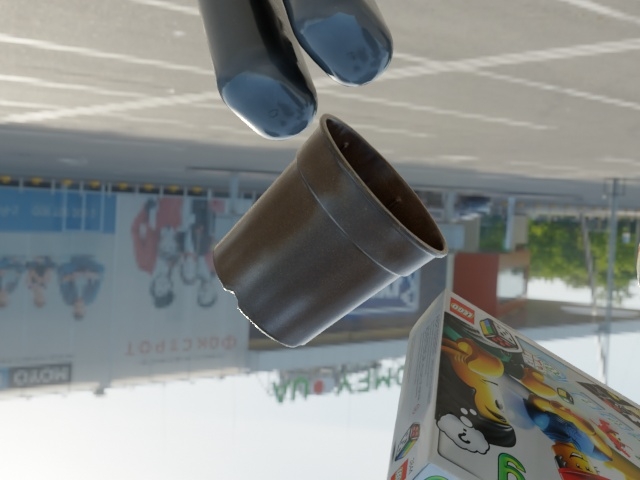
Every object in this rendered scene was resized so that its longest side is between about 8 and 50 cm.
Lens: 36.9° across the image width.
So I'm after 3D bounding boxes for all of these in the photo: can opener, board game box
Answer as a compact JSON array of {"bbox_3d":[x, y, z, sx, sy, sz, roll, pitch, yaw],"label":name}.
[{"bbox_3d":[-0.020,-0.143,0.461,0.093,0.074,0.280,42,-159,-35],"label":"can opener"},{"bbox_3d":[0.188,0.168,0.608,0.305,0.053,0.193,30,-153,-6],"label":"board game box"}]

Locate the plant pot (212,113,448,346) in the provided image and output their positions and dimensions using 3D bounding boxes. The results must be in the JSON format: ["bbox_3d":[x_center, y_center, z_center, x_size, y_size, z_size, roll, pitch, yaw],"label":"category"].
[{"bbox_3d":[0.000,0.000,0.878,0.165,0.167,0.167,-41,168,15],"label":"plant pot"}]

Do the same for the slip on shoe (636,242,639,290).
[{"bbox_3d":[0.290,-0.083,0.582,0.123,0.331,0.101,27,-135,16],"label":"slip on shoe"}]
